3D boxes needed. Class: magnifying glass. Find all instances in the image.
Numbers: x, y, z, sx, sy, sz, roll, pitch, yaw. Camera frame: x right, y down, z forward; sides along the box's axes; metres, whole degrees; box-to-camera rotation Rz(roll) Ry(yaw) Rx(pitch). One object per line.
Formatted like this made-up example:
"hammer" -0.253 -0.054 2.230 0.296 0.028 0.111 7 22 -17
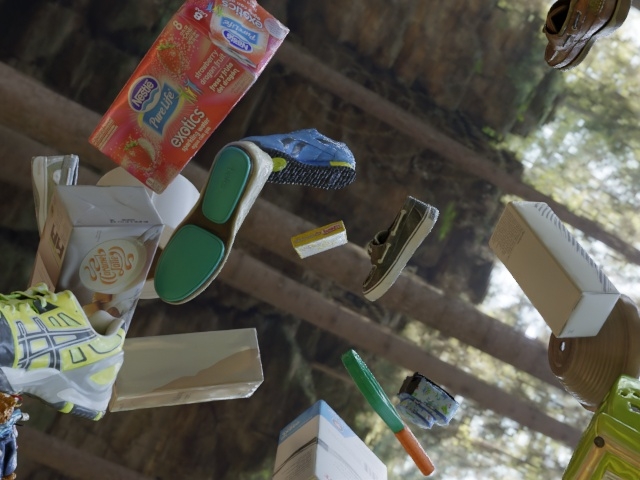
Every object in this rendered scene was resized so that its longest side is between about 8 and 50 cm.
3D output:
"magnifying glass" 0.096 0.245 1.340 0.026 0.231 0.092 -35 -157 3

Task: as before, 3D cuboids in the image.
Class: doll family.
"doll family" -0.517 0.324 1.476 0.263 0.118 0.163 -47 151 -56

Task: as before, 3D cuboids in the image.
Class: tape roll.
"tape roll" -0.376 -0.018 2.019 0.246 0.246 0.169 -50 -154 37

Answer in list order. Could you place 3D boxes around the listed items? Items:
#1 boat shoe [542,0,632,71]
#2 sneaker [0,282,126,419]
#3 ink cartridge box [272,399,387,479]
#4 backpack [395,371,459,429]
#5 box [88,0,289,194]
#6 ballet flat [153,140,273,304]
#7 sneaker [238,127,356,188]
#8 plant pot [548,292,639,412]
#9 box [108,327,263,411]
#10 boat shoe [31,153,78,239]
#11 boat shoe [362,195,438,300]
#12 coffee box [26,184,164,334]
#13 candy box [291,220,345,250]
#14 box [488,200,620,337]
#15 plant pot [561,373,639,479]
"boat shoe" 0.473 -0.413 1.795 0.307 0.104 0.111 122 -21 -75
"sneaker" -0.390 0.113 1.194 0.145 0.384 0.147 15 -102 28
"ink cartridge box" 0.021 0.496 1.909 0.129 0.223 0.307 -38 -168 13
"backpack" 0.210 0.329 1.908 0.084 0.114 0.105 -58 180 -16
"box" -0.169 -0.195 1.207 0.257 0.122 0.128 -42 -165 41
"ballet flat" -0.140 -0.022 1.285 0.248 0.086 0.086 -57 -162 17
"sneaker" -0.043 -0.135 1.457 0.069 0.209 0.082 -50 -136 43
"plant pot" 0.513 0.209 1.836 0.237 0.109 0.238 -170 -90 -79
"box" -0.292 0.273 2.023 0.148 0.311 0.121 124 -41 -61
"boat shoe" -0.548 -0.043 2.038 0.118 0.103 0.321 102 -25 -61
"boat shoe" 0.120 0.012 1.649 0.219 0.070 0.078 -58 -173 32
"coffee box" -0.337 0.044 1.393 0.098 0.141 0.247 55 -48 38
"candy box" 0.000 0.000 1.898 0.206 0.105 0.027 72 1 -83
"box" 0.426 0.049 1.767 0.275 0.094 0.113 -117 -143 -45
"plant pot" 0.520 0.387 1.563 0.207 0.228 0.227 -16 132 -58
